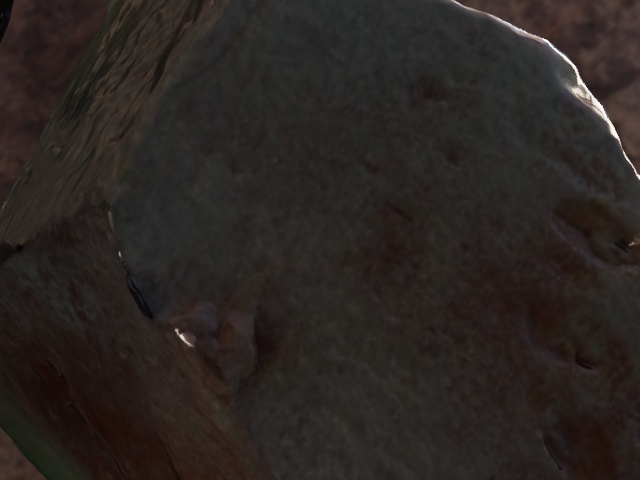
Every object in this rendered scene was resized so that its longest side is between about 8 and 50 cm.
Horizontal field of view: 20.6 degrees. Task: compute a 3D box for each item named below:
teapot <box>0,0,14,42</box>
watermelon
[{"bbox_3d":[-0.252,-0.202,1.188,0.087,0.177,0.096,8,-151,-37],"label":"teapot"},{"bbox_3d":[0.000,0.000,0.630,0.228,0.258,0.387,-36,-123,-21],"label":"watermelon"}]
